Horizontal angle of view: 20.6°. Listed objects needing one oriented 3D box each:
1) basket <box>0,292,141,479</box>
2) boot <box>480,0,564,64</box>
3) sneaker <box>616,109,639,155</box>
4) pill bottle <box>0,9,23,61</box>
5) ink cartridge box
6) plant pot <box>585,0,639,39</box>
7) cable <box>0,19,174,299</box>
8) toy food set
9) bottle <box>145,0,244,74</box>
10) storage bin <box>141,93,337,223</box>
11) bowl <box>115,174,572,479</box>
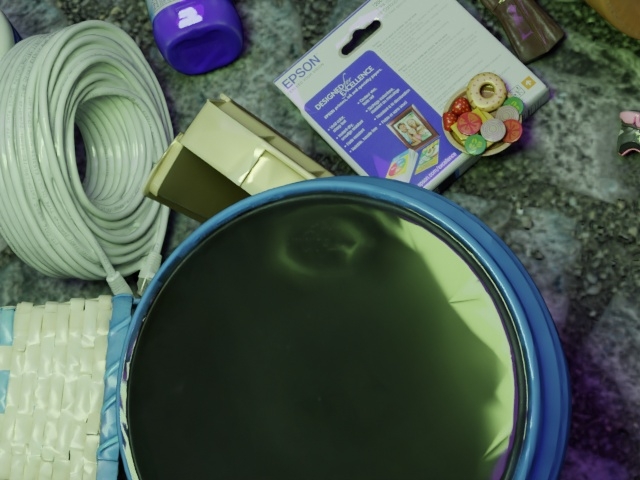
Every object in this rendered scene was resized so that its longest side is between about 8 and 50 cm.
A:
[{"bbox_3d":[-0.191,0.168,1.693,0.289,0.201,0.254,7,72,-2],"label":"basket"},{"bbox_3d":[0.230,-0.250,1.854,0.106,0.037,0.114,-36,65,8],"label":"boot"},{"bbox_3d":[0.353,-0.092,1.777,0.119,0.047,0.057,18,96,17],"label":"sneaker"},{"bbox_3d":[-0.371,-0.170,1.805,0.152,0.272,0.152,-3,69,9],"label":"pill bottle"},{"bbox_3d":[0.094,-0.156,1.839,0.206,0.045,0.208,-41,71,-6],"label":"ink cartridge box"},{"bbox_3d":[0.329,-0.327,1.703,0.291,0.291,0.203,-20,50,2],"label":"plant pot"},{"bbox_3d":[-0.238,-0.087,1.766,0.089,0.257,0.257,-5,52,29],"label":"cable"},{"bbox_3d":[0.164,-0.124,1.782,0.083,0.020,0.082,-36,70,-6],"label":"toy food set"},{"bbox_3d":[-0.162,-0.322,1.906,0.092,0.118,0.283,-20,69,3],"label":"bottle"},{"bbox_3d":[0.000,0.000,1.673,0.262,0.260,0.123,37,93,20],"label":"storage bin"},{"bbox_3d":[0.009,0.134,1.470,0.391,0.077,0.391,-3,81,18],"label":"bowl"}]
